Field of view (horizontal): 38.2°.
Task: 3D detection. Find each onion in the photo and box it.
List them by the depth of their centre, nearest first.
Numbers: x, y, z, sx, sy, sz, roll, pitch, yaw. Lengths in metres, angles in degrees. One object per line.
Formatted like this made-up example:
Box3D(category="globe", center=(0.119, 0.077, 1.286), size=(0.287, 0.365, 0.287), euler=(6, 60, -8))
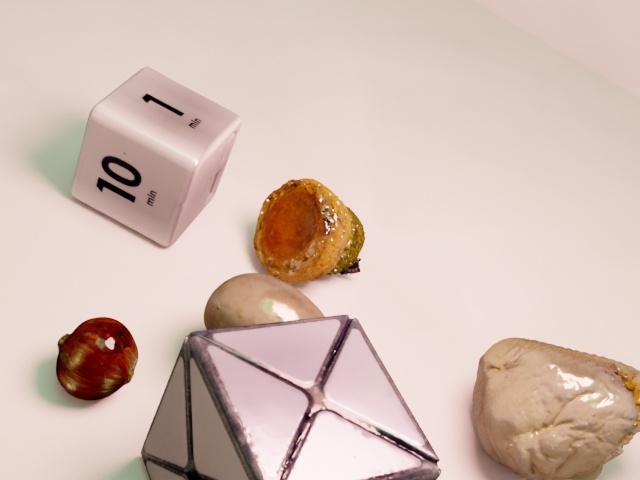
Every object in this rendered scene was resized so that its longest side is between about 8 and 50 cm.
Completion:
Box3D(category="onion", center=(-0.302, 0.155, 1.249), size=(0.118, 0.119, 0.117), euler=(20, 42, -7))

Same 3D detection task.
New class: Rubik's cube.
Box3D(category="Rubik's cube", center=(-0.045, 0.266, 1.140), size=(0.259, 0.260, 0.255), euler=(-2, 46, -35))

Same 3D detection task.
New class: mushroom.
Box3D(category="mushroom", center=(-0.090, 0.154, 1.329), size=(0.204, 0.204, 0.204), euler=(16, 39, -13))

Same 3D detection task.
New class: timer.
Box3D(category="timer", center=(-0.272, -0.141, 1.539), size=(0.195, 0.192, 0.194), euler=(28, 38, 2))

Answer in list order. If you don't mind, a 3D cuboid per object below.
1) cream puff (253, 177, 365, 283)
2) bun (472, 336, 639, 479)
Box3D(category="cream puff", center=(0.000, 0.000, 1.580), size=(0.169, 0.183, 0.183), euler=(24, 29, -47))
Box3D(category="bun", center=(0.355, 0.266, 1.411), size=(0.281, 0.205, 0.281), euler=(15, 1, 0))
